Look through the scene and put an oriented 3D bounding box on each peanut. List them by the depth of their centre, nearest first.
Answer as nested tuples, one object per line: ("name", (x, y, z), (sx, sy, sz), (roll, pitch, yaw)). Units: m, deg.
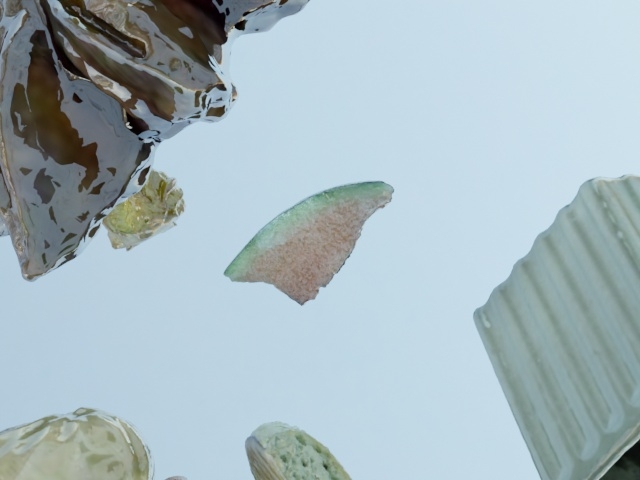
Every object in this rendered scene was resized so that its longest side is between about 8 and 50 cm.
("peanut", (-0.148, 0.146, 0.768), (0.082, 0.082, 0.187), (33, -80, -25))

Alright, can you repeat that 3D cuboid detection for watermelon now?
("watermelon", (-0.003, -0.011, 1.581), (0.080, 0.155, 0.101), (41, -167, -2))

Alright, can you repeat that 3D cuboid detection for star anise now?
("star anise", (-0.114, -0.109, 0.874), (0.108, 0.315, 0.315), (33, -122, -31))

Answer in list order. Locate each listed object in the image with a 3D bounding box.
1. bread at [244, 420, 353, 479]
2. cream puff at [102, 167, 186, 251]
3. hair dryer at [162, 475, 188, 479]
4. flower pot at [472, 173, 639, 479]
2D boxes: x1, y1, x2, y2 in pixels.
("bread", (0.038, 0.270, 1.346), (0.056, 0.207, 0.286), (-31, -111, -16))
("cream puff", (-0.166, -0.025, 1.619), (0.083, 0.058, 0.083), (-17, -49, -12))
("hair dryer", (-0.158, 0.302, 1.525), (0.155, 0.183, 0.044), (58, -167, -26))
("flower pot", (0.227, 0.092, 1.044), (0.239, 0.209, 0.190), (-5, -142, -13))
